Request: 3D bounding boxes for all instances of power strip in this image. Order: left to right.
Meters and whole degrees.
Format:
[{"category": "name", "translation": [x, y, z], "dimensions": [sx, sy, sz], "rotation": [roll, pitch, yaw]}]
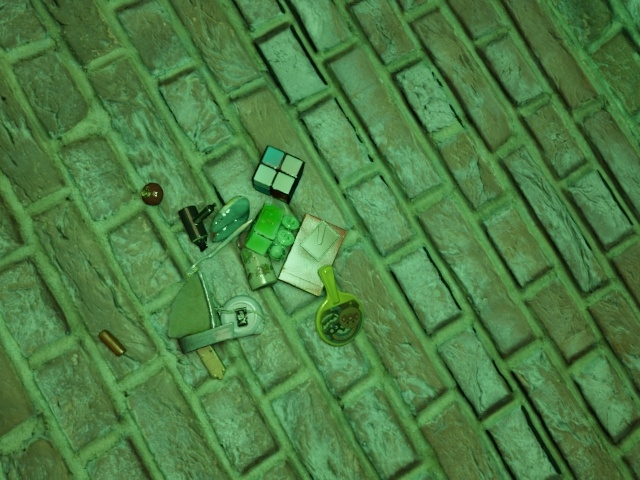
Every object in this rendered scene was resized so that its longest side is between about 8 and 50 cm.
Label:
[{"category": "power strip", "translation": [-0.486, 0.442, 1.724], "dimensions": [0.064, 0.044, 0.305], "rotation": [-32, 88, -9]}]

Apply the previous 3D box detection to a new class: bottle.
[{"category": "bottle", "translation": [-0.276, 0.078, 1.755], "dimensions": [0.121, 0.120, 0.253], "rotation": [-20, 79, -9]}]

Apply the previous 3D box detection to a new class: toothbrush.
[{"category": "toothbrush", "translation": [-0.430, 0.030, 1.753], "dimensions": [0.375, 0.028, 0.037], "rotation": [-41, 93, 4]}]

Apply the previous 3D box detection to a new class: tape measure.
[{"category": "tape measure", "translation": [-0.335, 0.319, 1.725], "dimensions": [0.196, 0.105, 0.178], "rotation": [-17, 84, -7]}]

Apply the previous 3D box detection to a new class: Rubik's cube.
[{"category": "Rubik's cube", "translation": [-0.181, -0.278, 1.783], "dimensions": [0.180, 0.183, 0.167], "rotation": [23, 79, -1]}]

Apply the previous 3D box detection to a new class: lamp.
[{"category": "lamp", "translation": [-0.712, -0.197, 1.759], "dimensions": [0.101, 0.090, 0.101], "rotation": [-2, 85, 27]}]

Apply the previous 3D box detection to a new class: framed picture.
[{"category": "framed picture", "translation": [0.000, 0.000, 1.763], "dimensions": [0.109, 0.011, 0.149], "rotation": [43, 80, -2]}]

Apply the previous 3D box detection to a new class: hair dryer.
[{"category": "hair dryer", "translation": [-0.479, -0.077, 1.704], "dimensions": [0.078, 0.248, 0.195], "rotation": [-22, 85, -44]}]

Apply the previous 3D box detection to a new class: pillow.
[{"category": "pillow", "translation": [-0.373, -0.087, 1.708], "dimensions": [0.086, 0.233, 0.214], "rotation": [41, 71, 3]}]

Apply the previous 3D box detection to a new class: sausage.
[{"category": "sausage", "translation": [-0.848, 0.416, 1.685], "dimensions": [0.131, 0.041, 0.039], "rotation": [44, 102, 1]}]

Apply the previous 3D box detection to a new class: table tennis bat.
[{"category": "table tennis bat", "translation": [0.070, 0.276, 1.755], "dimensions": [0.224, 0.054, 0.368], "rotation": [-20, 104, -18]}]

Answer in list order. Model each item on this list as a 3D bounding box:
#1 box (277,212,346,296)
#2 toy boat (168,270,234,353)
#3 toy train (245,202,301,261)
[{"category": "box", "translation": [-0.037, 0.063, 1.800], "dimensions": [0.198, 0.089, 0.313], "rotation": [24, 80, -6]}, {"category": "toy boat", "translation": [-0.493, 0.316, 1.655], "dimensions": [0.276, 0.111, 0.293], "rotation": [-36, 75, 14]}, {"category": "toy train", "translation": [-0.198, -0.036, 1.729], "dimensions": [0.188, 0.132, 0.243], "rotation": [29, 39, -11]}]
